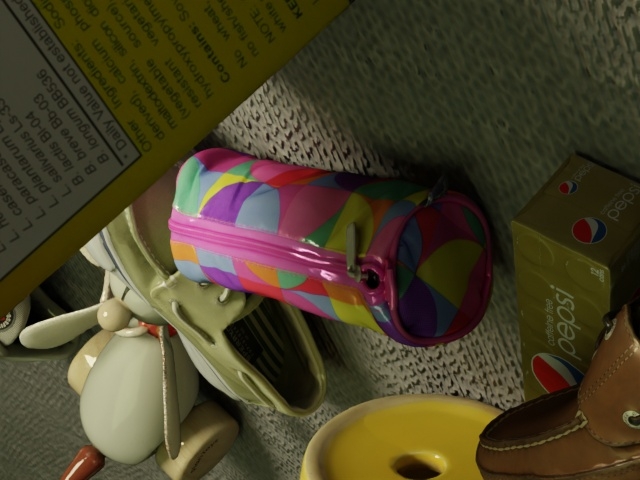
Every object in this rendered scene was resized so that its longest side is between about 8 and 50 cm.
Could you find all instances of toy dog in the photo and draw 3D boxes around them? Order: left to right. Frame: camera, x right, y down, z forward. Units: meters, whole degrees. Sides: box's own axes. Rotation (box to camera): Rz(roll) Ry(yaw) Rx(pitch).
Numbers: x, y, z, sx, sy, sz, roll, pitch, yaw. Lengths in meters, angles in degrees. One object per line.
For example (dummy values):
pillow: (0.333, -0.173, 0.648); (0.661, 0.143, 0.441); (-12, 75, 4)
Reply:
toy dog: (-0.180, 0.123, 1.320); (0.220, 0.161, 0.334); (27, 149, 34)

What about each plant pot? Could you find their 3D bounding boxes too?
plant pot: (0.073, 0.247, 1.040); (0.254, 0.254, 0.239); (22, 125, 41)

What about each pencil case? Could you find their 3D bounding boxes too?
pencil case: (0.000, 0.000, 0.937); (0.236, 0.104, 0.104); (12, 139, 49)

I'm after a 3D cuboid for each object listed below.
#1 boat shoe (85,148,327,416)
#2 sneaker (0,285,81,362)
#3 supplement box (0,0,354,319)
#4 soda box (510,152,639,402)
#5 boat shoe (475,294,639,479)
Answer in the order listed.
boat shoe: (-0.076, 0.021, 1.092); (0.094, 0.109, 0.302); (19, 154, 39)
sneaker: (-0.358, 0.043, 1.454); (0.146, 0.122, 0.330); (12, 171, 36)
supplement box: (-0.183, -0.100, 0.764); (0.195, 0.356, 0.194); (0, 129, 56)
soda box: (0.148, 0.041, 0.821); (0.061, 0.058, 0.181); (29, 150, 30)
boat shoe: (0.180, 0.062, 0.701); (0.307, 0.110, 0.104); (-21, 102, 48)
